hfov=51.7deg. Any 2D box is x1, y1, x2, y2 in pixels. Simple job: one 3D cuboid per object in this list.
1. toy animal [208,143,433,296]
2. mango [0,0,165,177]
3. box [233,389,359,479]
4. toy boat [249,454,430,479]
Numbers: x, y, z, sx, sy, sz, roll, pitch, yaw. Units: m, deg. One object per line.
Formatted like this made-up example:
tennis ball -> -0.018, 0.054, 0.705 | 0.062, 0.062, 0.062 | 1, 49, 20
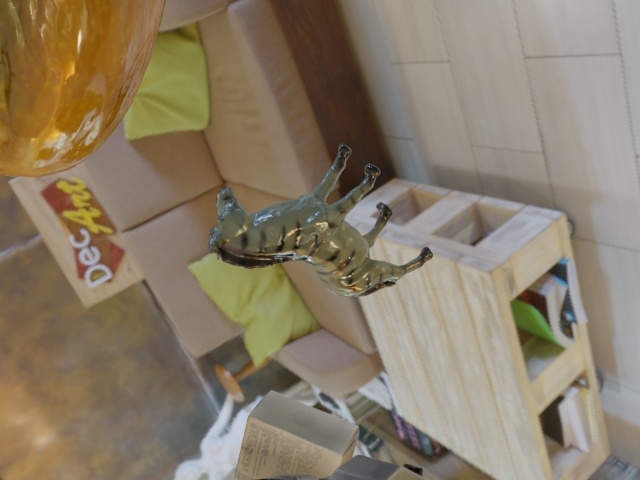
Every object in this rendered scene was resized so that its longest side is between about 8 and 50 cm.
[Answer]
toy animal -> 0.002, 0.001, 0.680 | 0.217, 0.176, 0.073 | 48, 174, -33
mango -> -0.149, -0.205, 0.364 | 0.187, 0.144, 0.359 | -137, 57, -60
box -> -0.046, 0.379, 1.076 | 0.168, 0.095, 0.212 | 20, 111, 16
toy boat -> 0.015, 0.217, 0.524 | 0.129, 0.088, 0.295 | -2, 162, 44
